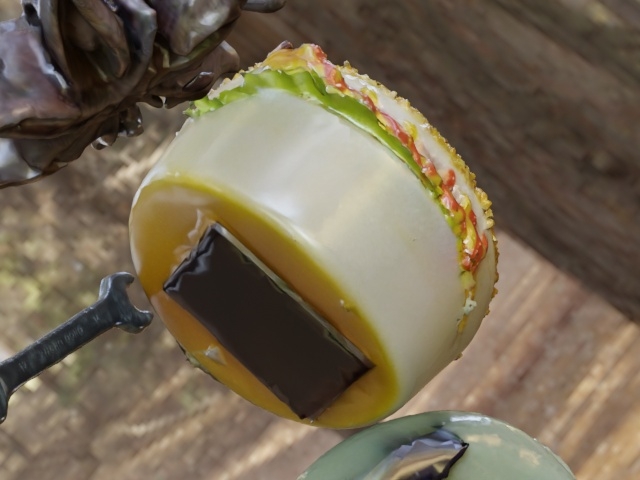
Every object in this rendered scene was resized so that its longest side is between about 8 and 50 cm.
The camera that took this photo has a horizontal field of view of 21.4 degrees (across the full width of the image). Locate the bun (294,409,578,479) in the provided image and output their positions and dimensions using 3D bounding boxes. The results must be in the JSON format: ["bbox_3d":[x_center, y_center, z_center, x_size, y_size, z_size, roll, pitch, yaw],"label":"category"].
[{"bbox_3d":[0.072,0.274,1.226,0.293,0.293,0.187,-50,9,-24],"label":"bun"}]

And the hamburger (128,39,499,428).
[{"bbox_3d":[0.000,0.000,1.255,0.179,0.276,0.294,-47,-2,-35],"label":"hamburger"}]

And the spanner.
[{"bbox_3d":[-0.193,0.077,1.244,0.015,0.054,0.254,-32,2,27],"label":"spanner"}]

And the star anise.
[{"bbox_3d":[-0.109,-0.100,0.877,0.209,0.089,0.231,-33,1,18],"label":"star anise"}]
